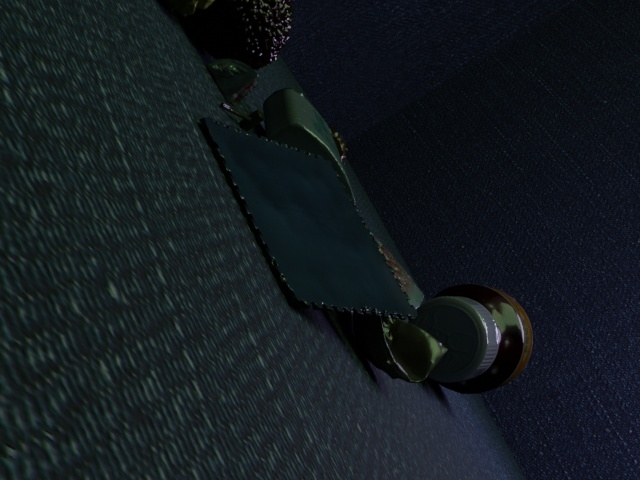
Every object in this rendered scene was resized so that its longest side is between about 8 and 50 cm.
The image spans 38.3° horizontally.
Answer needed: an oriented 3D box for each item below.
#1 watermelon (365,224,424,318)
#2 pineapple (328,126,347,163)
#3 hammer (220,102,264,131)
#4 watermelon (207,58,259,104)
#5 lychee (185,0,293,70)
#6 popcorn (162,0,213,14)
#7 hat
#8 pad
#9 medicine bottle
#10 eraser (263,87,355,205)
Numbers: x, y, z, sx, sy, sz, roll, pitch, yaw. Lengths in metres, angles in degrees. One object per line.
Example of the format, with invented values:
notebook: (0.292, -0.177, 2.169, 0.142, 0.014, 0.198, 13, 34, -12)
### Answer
watermelon: (0.071, 0.037, 1.601, 0.241, 0.094, 0.154, 58, 16, -1)
pineapple: (-0.001, -0.181, 1.947, 0.111, 0.119, 0.237, 14, 2, 0)
hammer: (-0.120, -0.186, 1.345, 0.019, 0.035, 0.110, 62, 15, 17)
watermelon: (-0.141, -0.240, 1.411, 0.085, 0.085, 0.061, 53, 38, -44)
lychee: (-0.125, -0.360, 1.463, 0.188, 0.188, 0.188, 58, 6, -10)
popcorn: (-0.203, -0.402, 1.332, 0.145, 0.126, 0.126, 44, -20, 3)
hat: (0.066, 0.117, 1.279, 0.173, 0.144, 0.166, -10, -57, 49)
pad: (-0.008, -0.021, 1.102, 0.270, 0.012, 0.269, 15, 42, -53)
medicine bottle: (0.305, 0.213, 1.929, 0.242, 0.242, 0.395, 60, 18, 11)
eraser: (-0.025, -0.144, 1.557, 0.189, 0.104, 0.290, 61, 6, -20)
